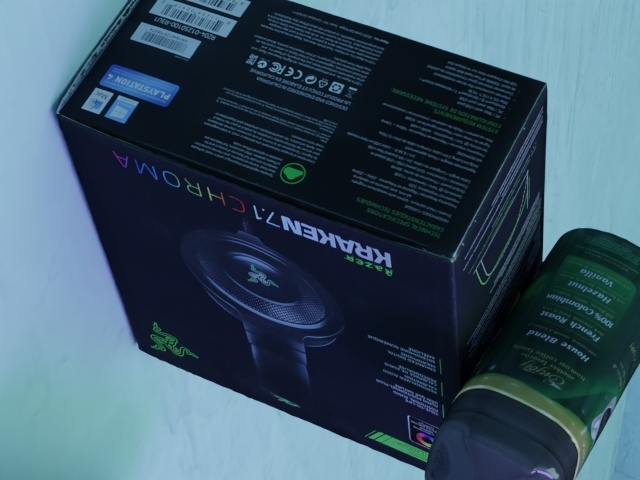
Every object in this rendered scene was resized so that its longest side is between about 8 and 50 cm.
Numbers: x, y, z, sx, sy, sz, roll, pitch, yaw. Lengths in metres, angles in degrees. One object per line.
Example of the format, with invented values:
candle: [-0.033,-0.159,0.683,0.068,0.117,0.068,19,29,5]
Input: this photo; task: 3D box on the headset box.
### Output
headset box: [0.000,0.000,1.037,0.131,0.246,0.283,-59,160,-27]

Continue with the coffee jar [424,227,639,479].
coffee jar: [0.128,0.082,0.967,0.184,0.079,0.096,-52,163,-40]
